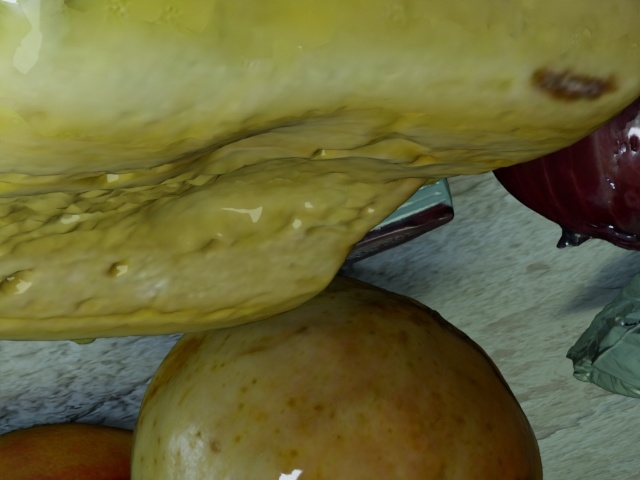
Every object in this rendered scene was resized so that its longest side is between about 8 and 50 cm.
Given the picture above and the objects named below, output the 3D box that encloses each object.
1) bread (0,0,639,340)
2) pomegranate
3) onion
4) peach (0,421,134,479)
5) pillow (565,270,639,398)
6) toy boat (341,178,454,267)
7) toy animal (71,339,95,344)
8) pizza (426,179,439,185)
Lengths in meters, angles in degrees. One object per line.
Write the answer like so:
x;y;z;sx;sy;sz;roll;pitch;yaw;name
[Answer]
-0.056;-0.113;0.659;0.394;0.250;0.361;-2;160;-36;bread
-0.008;0.235;1.312;0.410;0.410;0.410;-13;158;-5;pomegranate
0.220;-0.100;0.925;0.252;0.219;0.252;3;-162;-1;onion
-0.254;0.315;1.561;0.306;0.242;0.380;-44;136;13;peach
0.444;0.067;1.533;0.310;0.138;0.283;-5;156;-16;pillow
0.000;0.000;1.223;0.229;0.045;0.080;-20;160;8;toy boat
-0.173;0.007;0.970;0.073;0.181;0.136;-20;154;-42;toy animal
-0.016;-0.058;1.021;0.323;0.089;0.223;-26;152;27;pizza
